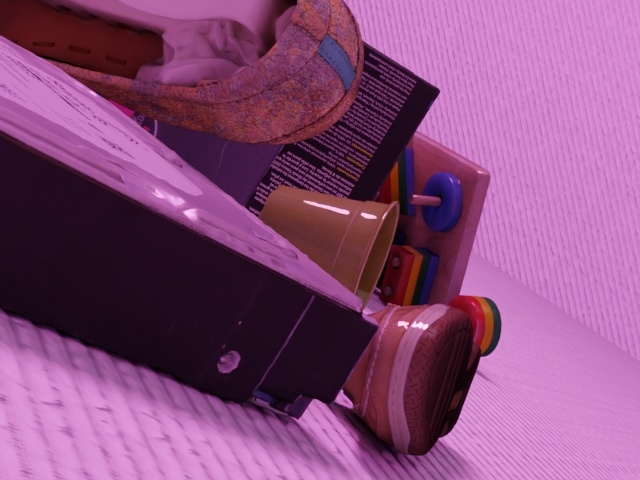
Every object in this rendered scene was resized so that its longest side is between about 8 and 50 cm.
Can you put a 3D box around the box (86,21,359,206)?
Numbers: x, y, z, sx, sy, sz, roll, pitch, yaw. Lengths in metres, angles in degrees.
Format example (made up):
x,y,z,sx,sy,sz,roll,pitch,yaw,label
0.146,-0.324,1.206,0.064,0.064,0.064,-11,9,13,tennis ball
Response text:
x,y,z,sx,sy,sz,roll,pitch,yaw,label
-0.129,-0.135,1.040,0.143,0.165,0.270,30,5,-38,box

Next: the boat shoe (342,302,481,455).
x,y,z,sx,sy,sz,roll,pitch,yaw,label
0.029,0.059,0.781,0.072,0.068,0.190,21,-7,10,boat shoe

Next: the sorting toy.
x,y,z,sx,sy,sz,roll,pitch,yaw,label
0.061,-0.017,1.345,0.046,0.132,0.274,5,18,-31,sorting toy

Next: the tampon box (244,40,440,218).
x,y,z,sx,sy,sz,roll,pitch,yaw,label
0.000,-0.073,1.268,0.101,0.161,0.120,31,4,-7,tampon box

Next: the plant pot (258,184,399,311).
x,y,z,sx,sy,sz,roll,pitch,yaw,label
0.000,0.000,1.098,0.079,0.083,0.083,21,3,10,plant pot

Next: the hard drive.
x,y,z,sx,sy,sz,roll,pitch,yaw,label
-0.156,-0.050,0.647,0.339,0.064,0.237,29,6,-43,hard drive

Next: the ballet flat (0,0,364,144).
x,y,z,sx,sy,sz,roll,pitch,yaw,label
-0.146,-0.138,0.842,0.348,0.123,0.123,18,2,11,ballet flat
